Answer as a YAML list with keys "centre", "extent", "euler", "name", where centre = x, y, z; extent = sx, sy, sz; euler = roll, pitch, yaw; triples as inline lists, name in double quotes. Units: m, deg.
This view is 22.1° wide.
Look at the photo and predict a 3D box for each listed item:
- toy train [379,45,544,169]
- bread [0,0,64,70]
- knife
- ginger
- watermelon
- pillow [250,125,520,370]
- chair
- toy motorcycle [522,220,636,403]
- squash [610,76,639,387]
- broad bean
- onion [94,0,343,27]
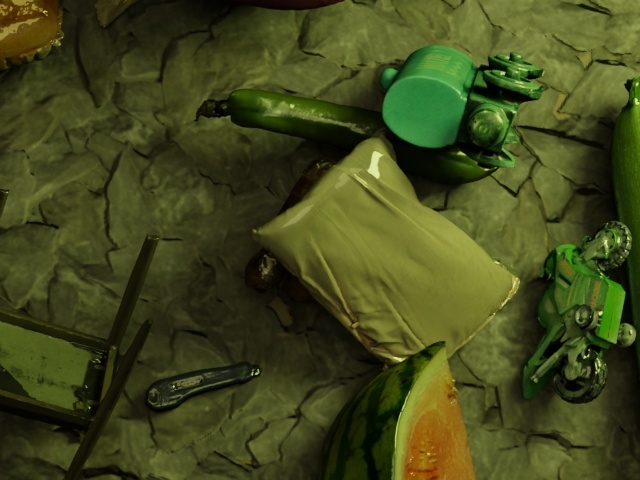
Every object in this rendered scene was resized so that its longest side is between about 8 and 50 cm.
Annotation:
- centre: [0.136, -0.142, 1.621]
  extent: [0.159, 0.248, 0.101]
  euler: [15, 106, 3]
  name: "toy train"
- centre: [-0.405, -0.226, 1.639]
  extent: [0.288, 0.119, 0.153]
  euler: [-11, 82, -8]
  name: "bread"
- centre: [-0.117, 0.144, 1.632]
  extent: [0.121, 0.018, 0.031]
  euler: [-14, 72, -9]
  name: "knife"
- centre: [0.000, 0.000, 1.652]
  extent: [0.103, 0.073, 0.162]
  euler: [30, 78, 12]
  name: "ginger"
- centre: [0.078, 0.258, 1.551]
  extent: [0.159, 0.128, 0.303]
  euler: [-10, 88, -1]
  name: "watermelon"
- centre: [0.071, 0.017, 1.600]
  extent: [0.173, 0.067, 0.270]
  euler: [-48, 121, -8]
  name: "pillow"
- centre: [-0.275, 0.116, 1.546]
  extent: [0.188, 0.166, 0.272]
  euler: [18, 118, -13]
  name: "chair"
- centre: [0.257, 0.071, 1.648]
  extent: [0.074, 0.106, 0.190]
  euler: [23, 76, -38]
  name: "toy motorcycle"
- centre: [0.359, 0.022, 1.663]
  extent: [0.107, 0.107, 0.395]
  euler: [-4, 76, -7]
  name: "squash"
- centre: [0.030, -0.110, 1.664]
  extent: [0.318, 0.098, 0.056]
  euler: [13, 86, -4]
  name: "broad bean"
- centre: [-0.068, -0.385, 1.634]
  extent: [0.358, 0.345, 0.358]
  euler: [6, 74, -22]
  name: "onion"
